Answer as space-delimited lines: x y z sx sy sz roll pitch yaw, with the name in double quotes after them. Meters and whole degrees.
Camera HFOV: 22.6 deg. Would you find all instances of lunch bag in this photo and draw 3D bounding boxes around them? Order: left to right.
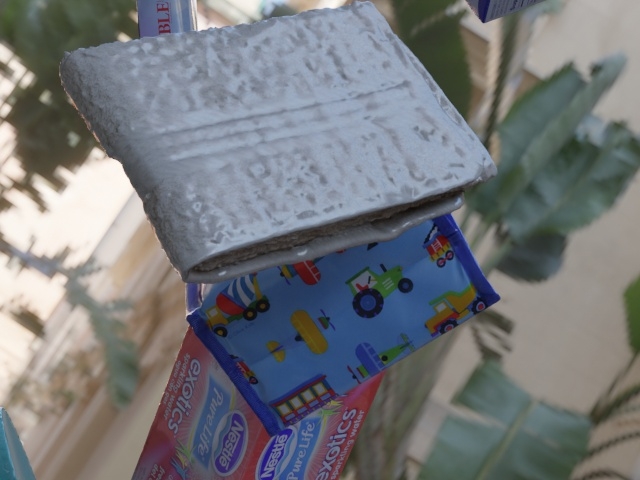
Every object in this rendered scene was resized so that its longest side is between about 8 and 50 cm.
0.000 0.000 1.395 0.138 0.221 0.293 57 5 -24 "lunch bag"

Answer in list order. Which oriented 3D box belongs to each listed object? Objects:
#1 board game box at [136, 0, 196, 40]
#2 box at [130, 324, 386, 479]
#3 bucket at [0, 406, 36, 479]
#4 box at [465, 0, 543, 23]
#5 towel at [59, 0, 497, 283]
-0.185 -0.212 2.018 0.066 0.318 0.319 -4 2 -3 "board game box"
-0.059 0.170 1.601 0.154 0.300 0.142 -1 32 -44 "box"
-0.399 0.323 1.758 0.281 0.183 0.281 162 -90 -82 "bucket"
0.194 -0.277 1.428 0.072 0.137 0.126 58 -20 26 "box"
-0.024 -0.075 1.097 0.187 0.282 0.049 56 -42 24 "towel"
